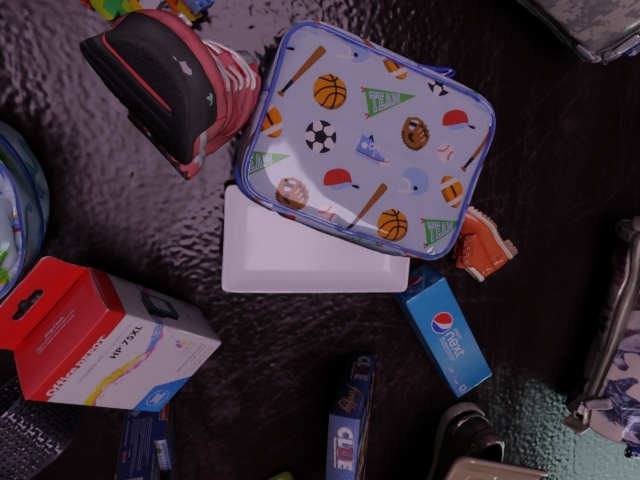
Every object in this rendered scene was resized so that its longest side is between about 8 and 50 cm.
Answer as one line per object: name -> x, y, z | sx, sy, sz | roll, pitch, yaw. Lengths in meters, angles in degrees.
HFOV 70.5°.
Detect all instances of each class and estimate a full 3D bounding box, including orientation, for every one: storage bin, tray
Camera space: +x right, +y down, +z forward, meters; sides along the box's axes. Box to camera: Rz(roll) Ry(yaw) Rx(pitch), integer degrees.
storage bin -> -0.397, 0.249, 0.566 | 0.180, 0.122, 0.084 | -38, 112, -1
tray -> 0.000, 0.000, 0.637 | 0.270, 0.030, 0.145 | 2, 99, -16

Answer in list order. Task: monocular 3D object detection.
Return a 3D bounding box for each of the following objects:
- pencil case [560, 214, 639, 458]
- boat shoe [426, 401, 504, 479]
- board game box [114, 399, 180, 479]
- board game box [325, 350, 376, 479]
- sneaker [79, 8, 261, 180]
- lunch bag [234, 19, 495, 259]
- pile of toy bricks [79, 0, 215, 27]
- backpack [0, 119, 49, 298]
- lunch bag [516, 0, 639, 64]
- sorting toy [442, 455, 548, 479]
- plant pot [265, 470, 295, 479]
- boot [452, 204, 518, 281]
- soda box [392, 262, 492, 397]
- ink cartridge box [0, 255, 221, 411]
pencil case -> 0.547, 0.153, 0.769 | 0.183, 0.160, 0.410 | -5, 109, -29
boat shoe -> 0.261, 0.458, 0.823 | 0.116, 0.097, 0.324 | 0, 107, -16
board game box -> -0.232, 0.338, 0.626 | 0.060, 0.194, 0.194 | -4, 122, -13
board game box -> 0.045, 0.319, 0.685 | 0.042, 0.165, 0.243 | 7, 108, 13
sneaker -> -0.116, -0.150, 0.425 | 0.136, 0.314, 0.116 | -44, 103, -9
lunch bag -> 0.061, -0.118, 0.565 | 0.303, 0.115, 0.243 | 18, 89, -16
pile of toy bricks -> -0.217, -0.274, 0.467 | 0.212, 0.118, 0.105 | 45, 131, -17
backpack -> -0.456, -0.022, 0.418 | 0.355, 0.273, 0.290 | -1, 101, -29
lunch bag -> 0.316, -0.389, 0.519 | 0.305, 0.212, 0.256 | 27, 115, -20
sorting toy -> 0.203, 0.427, 0.710 | 0.307, 0.041, 0.229 | 23, 100, -28
plant pot -> -0.085, 0.552, 0.698 | 0.228, 0.227, 0.207 | -25, 117, -6
boot -> 0.228, -0.001, 0.692 | 0.084, 0.059, 0.158 | -45, 114, 7
soda box -> 0.192, 0.144, 0.721 | 0.071, 0.067, 0.210 | -33, 113, -4
ink cartridge box -> -0.248, 0.121, 0.534 | 0.134, 0.078, 0.231 | -48, 144, 3
